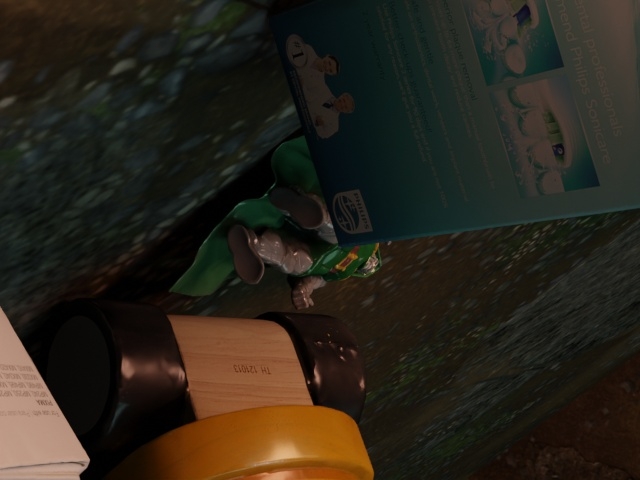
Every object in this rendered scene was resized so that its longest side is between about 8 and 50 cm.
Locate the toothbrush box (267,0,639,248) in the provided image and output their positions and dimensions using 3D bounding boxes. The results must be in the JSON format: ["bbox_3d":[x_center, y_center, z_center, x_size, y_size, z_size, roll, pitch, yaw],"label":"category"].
[{"bbox_3d":[0.154,-0.096,0.684,0.216,0.126,0.295,-22,-173,-35],"label":"toothbrush box"}]

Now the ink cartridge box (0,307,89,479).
[{"bbox_3d":[-0.185,0.045,0.553,0.127,0.175,0.072,-37,164,11],"label":"ink cartridge box"}]

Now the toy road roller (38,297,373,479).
[{"bbox_3d":[-0.104,0.198,0.971,0.202,0.240,0.329,7,142,-40],"label":"toy road roller"}]

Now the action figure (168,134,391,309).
[{"bbox_3d":[0.000,0.000,0.999,0.137,0.063,0.232,-40,166,10],"label":"action figure"}]
